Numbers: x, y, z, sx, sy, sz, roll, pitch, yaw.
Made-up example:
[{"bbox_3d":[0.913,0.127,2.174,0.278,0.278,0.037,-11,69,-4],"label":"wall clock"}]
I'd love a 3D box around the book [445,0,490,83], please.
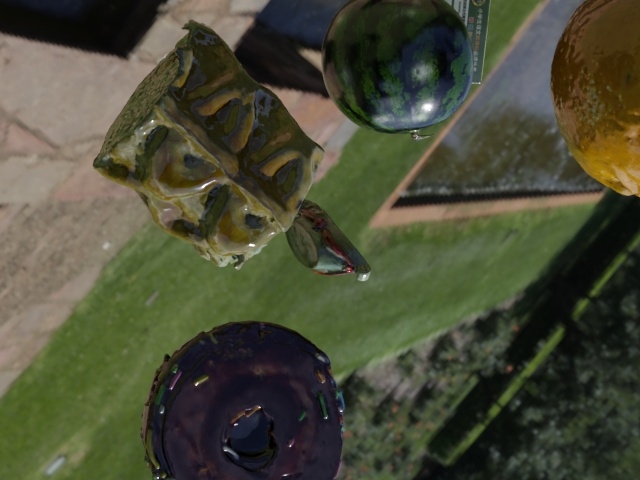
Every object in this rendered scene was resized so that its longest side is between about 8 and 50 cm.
[{"bbox_3d":[0.186,-0.404,2.108,0.027,0.264,0.202,-105,-162,-71],"label":"book"}]

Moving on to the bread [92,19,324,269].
[{"bbox_3d":[-0.144,-0.113,1.420,0.238,0.252,0.196,-44,-153,22],"label":"bread"}]

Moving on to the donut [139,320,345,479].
[{"bbox_3d":[-0.088,0.199,1.191,0.235,0.235,0.089,-44,-160,-21],"label":"donut"}]

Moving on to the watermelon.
[{"bbox_3d":[0.129,-0.298,1.857,0.269,0.269,0.269,-45,165,-16],"label":"watermelon"}]

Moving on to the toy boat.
[{"bbox_3d":[-0.001,0.001,1.652,0.071,0.185,0.089,-9,133,-35],"label":"toy boat"}]

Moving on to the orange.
[{"bbox_3d":[0.479,-0.198,1.493,0.340,0.341,0.293,2,98,-72],"label":"orange"}]
